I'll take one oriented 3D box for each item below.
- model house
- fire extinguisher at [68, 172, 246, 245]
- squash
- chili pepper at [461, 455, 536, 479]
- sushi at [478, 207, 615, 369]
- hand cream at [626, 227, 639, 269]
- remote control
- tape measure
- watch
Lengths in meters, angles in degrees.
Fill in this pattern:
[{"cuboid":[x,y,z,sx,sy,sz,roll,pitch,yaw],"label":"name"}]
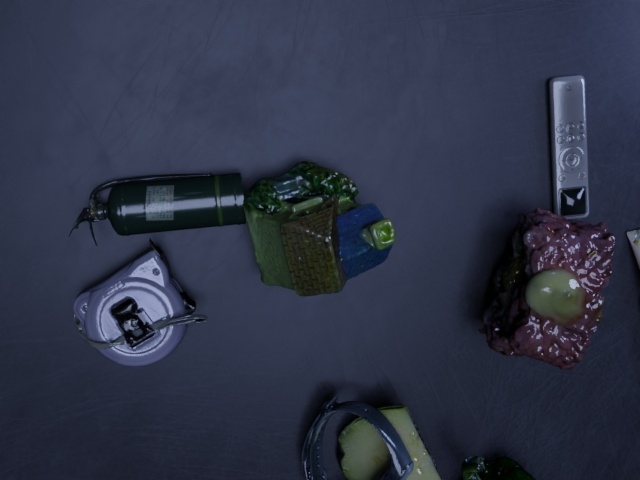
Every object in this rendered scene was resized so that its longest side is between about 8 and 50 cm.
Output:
[{"cuboid":[0.015,-0.019,1.424,0.214,0.189,0.195,-19,112,-26],"label":"model house"},{"cuboid":[-0.276,-0.058,1.467,0.294,0.093,0.118,-6,74,-6],"label":"fire extinguisher"},{"cuboid":[0.128,0.388,1.606,0.184,0.085,0.191,-23,95,27],"label":"squash"},{"cuboid":[0.325,0.477,1.592,0.174,0.165,0.261,-30,106,17],"label":"chili pepper"},{"cuboid":[0.392,0.078,1.502,0.171,0.236,0.270,16,101,-1],"label":"sushi"},{"cuboid":[0.615,0.044,1.611,0.061,0.039,0.143,-14,83,-2],"label":"hand cream"},{"cuboid":[0.449,-0.165,1.567,0.067,0.029,0.260,-6,100,-6],"label":"remote control"},{"cuboid":[-0.309,0.125,1.483,0.196,0.105,0.178,-39,102,-1],"label":"tape measure"},{"cuboid":[0.054,0.393,1.557,0.193,0.068,0.206,40,113,15],"label":"watch"}]
